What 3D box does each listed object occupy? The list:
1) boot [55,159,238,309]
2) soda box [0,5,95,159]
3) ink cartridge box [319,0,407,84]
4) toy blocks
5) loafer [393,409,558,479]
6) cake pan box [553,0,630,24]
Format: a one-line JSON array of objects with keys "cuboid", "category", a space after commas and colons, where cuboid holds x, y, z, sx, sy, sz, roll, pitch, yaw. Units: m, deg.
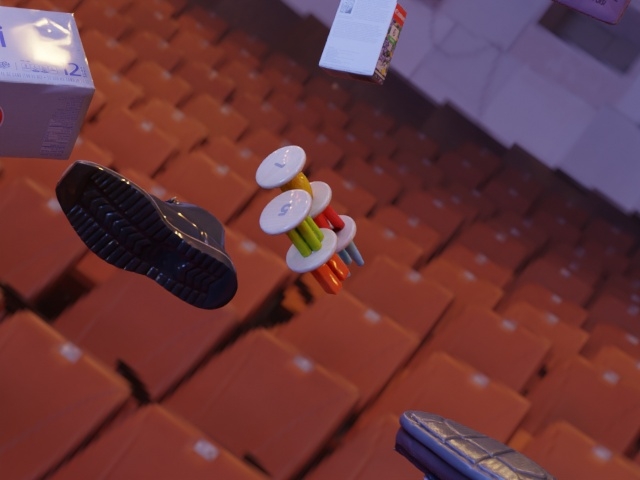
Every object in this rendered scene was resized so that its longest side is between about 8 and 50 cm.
[{"cuboid": [-0.169, -0.023, 1.388, 0.198, 0.077, 0.137, 42, 15, -22], "category": "boot"}, {"cuboid": [-0.335, -0.134, 1.151, 0.091, 0.286, 0.098, -61, -141, 41], "category": "soda box"}, {"cuboid": [0.047, -0.213, 1.392, 0.063, 0.115, 0.029, 15, -9, 30], "category": "ink cartridge box"}, {"cuboid": [0.000, 0.000, 1.335, 0.148, 0.054, 0.123, 54, 18, -36], "category": "toy blocks"}, {"cuboid": [0.176, 0.249, 1.227, 0.303, 0.095, 0.109, 28, 11, 32], "category": "loafer"}, {"cuboid": [0.082, -0.247, 0.613, 0.267, 0.245, 0.070, 18, 20, -33], "category": "cake pan box"}]
